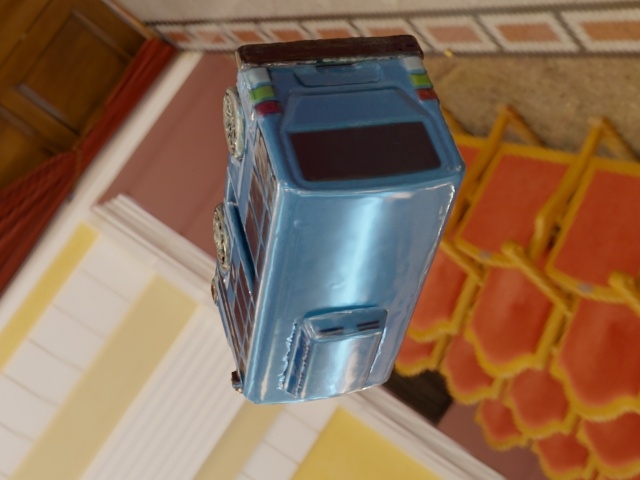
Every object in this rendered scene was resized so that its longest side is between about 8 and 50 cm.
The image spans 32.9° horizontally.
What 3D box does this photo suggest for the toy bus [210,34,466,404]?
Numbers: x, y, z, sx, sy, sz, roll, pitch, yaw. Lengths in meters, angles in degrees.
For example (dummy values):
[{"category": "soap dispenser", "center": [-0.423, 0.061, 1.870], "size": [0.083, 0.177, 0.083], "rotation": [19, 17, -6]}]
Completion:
[{"category": "toy bus", "center": [0.000, 0.000, 0.522], "size": [0.184, 0.090, 0.106], "rotation": [102, 155, -51]}]
